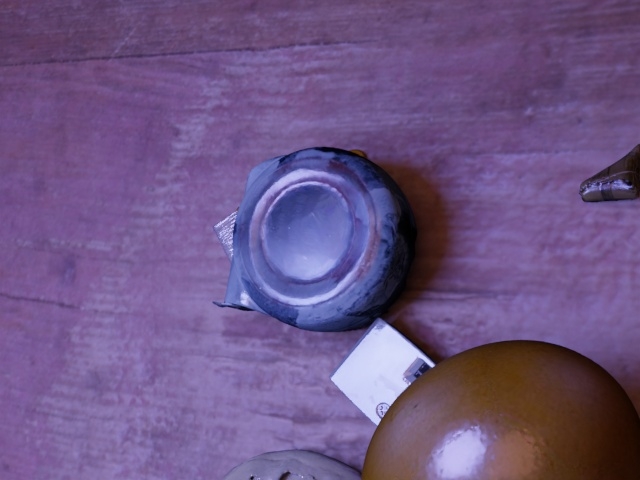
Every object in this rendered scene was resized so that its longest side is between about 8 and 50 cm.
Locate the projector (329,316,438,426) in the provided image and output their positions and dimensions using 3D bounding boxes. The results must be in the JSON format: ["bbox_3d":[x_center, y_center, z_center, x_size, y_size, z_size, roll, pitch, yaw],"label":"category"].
[{"bbox_3d":[0.104,0.193,1.052,0.147,0.061,0.115,40,94,27],"label":"projector"}]

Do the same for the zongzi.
[{"bbox_3d":[0.383,-0.091,1.029,0.076,0.040,0.083,-3,63,29],"label":"zongzi"}]

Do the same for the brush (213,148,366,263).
[{"bbox_3d":[-0.043,-0.056,1.212,0.272,0.013,0.103,-34,66,10],"label":"brush"}]

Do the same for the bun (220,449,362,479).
[{"bbox_3d":[-0.050,0.409,1.011,0.287,0.146,0.287,-7,73,24],"label":"bun"}]

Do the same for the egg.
[{"bbox_3d":[0.196,0.262,0.857,0.282,0.282,0.351,48,128,26],"label":"egg"}]

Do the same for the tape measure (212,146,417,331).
[{"bbox_3d":[0.000,0.000,1.101,0.275,0.147,0.256,7,83,25],"label":"tape measure"}]
